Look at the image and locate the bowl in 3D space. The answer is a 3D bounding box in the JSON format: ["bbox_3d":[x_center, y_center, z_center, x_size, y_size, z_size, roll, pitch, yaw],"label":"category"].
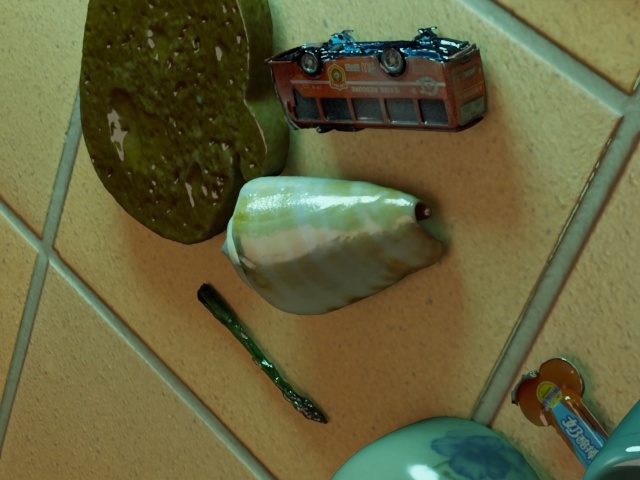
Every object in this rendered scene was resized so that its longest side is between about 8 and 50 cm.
[{"bbox_3d":[0.083,0.318,1.345,0.289,0.146,0.289,-8,78,44],"label":"bowl"}]

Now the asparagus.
[{"bbox_3d":[-0.071,0.133,1.583,0.233,0.023,0.022,46,175,24],"label":"asparagus"}]

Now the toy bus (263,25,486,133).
[{"bbox_3d":[0.051,-0.154,1.333,0.234,0.073,0.096,4,113,43],"label":"toy bus"}]

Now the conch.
[{"bbox_3d":[-0.009,0.003,1.397,0.255,0.127,0.158,-12,97,45],"label":"conch"}]

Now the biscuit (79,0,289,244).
[{"bbox_3d":[-0.148,-0.171,1.528,0.314,0.063,0.368,32,125,29],"label":"biscuit"}]

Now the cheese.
[{"bbox_3d":[0.272,0.219,1.262,0.256,0.037,0.106,52,131,18],"label":"cheese"}]

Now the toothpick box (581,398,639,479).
[{"bbox_3d":[0.294,0.181,1.120,0.120,0.184,0.120,13,118,25],"label":"toothpick box"}]
